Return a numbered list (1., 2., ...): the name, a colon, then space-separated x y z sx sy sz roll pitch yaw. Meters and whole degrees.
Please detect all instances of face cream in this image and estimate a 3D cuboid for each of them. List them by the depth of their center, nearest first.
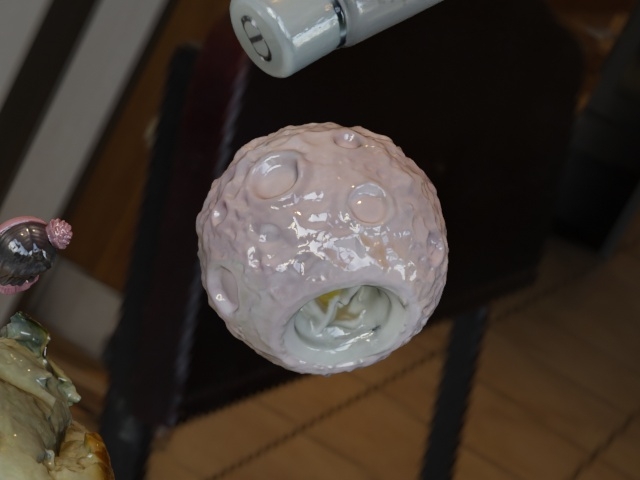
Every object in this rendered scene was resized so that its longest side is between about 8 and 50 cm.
1. face cream: 0.068 -0.241 1.547 0.089 0.314 0.143 5 -54 62

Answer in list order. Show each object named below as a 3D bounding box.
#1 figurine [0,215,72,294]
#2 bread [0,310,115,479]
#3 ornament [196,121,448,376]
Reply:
1. figurine: -0.272 0.019 1.706 0.072 0.129 0.054 -1 69 -21
2. bread: -0.255 0.187 1.275 0.225 0.279 0.250 17 24 -15
3. ornament: 0.000 0.000 1.877 0.259 0.259 0.225 18 41 -34
